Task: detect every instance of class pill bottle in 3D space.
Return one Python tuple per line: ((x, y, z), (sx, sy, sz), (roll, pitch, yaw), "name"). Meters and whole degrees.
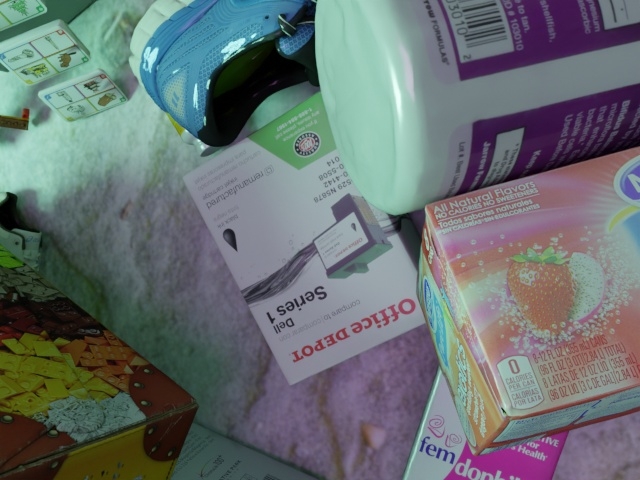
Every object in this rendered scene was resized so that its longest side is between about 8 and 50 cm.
((0.161, -0.134, 0.437), (0.302, 0.169, 0.169), (-15, 91, -12), "pill bottle")
((-0.130, -0.127, 0.629), (0.043, 0.043, 0.083), (-33, 86, 17), "pill bottle")

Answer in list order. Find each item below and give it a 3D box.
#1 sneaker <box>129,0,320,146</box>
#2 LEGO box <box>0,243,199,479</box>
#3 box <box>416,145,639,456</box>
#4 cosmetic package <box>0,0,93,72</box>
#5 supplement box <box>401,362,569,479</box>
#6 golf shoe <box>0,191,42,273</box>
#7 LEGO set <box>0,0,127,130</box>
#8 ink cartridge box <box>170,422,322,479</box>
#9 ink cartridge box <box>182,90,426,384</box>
((-0.009, -0.206, 0.516), (0.330, 0.130, 0.147), (-45, 66, 18), "sneaker")
((-0.375, 0.268, 0.564), (0.373, 0.193, 0.499), (29, 105, 26), "LEGO box")
((0.228, 0.028, 0.420), (0.300, 0.154, 0.142), (-15, 64, -1), "box")
((-0.302, -0.281, 0.621), (0.238, 0.127, 0.107), (-28, 85, 15), "cosmetic package")
((0.138, 0.191, 0.550), (0.111, 0.114, 0.219), (17, 98, 14), "supplement box")
((-0.345, 0.027, 0.698), (0.086, 0.069, 0.176), (-30, 88, 11), "golf shoe")
((-0.351, -0.170, 0.626), (0.245, 0.182, 0.060), (-19, 60, 10), "LEGO set")
((-0.174, 0.357, 0.648), (0.272, 0.130, 0.309), (19, 101, 15), "ink cartridge box")
((0.000, 0.000, 0.579), (0.160, 0.093, 0.219), (-29, 87, 17), "ink cartridge box")
